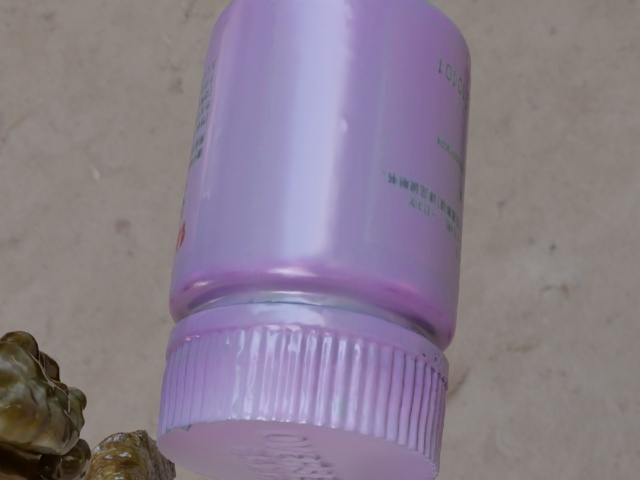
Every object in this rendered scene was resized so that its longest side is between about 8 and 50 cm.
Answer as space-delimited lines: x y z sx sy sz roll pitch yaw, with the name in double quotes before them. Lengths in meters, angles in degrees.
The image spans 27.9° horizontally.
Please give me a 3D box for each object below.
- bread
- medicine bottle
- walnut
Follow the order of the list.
"bread" -0.191 0.241 1.251 0.076 0.105 0.233 -13 4 1
"medicine bottle" 0.000 0.000 0.805 0.178 0.178 0.290 -5 65 23
"walnut" -0.152 0.119 0.613 0.069 0.170 0.143 19 74 -2
